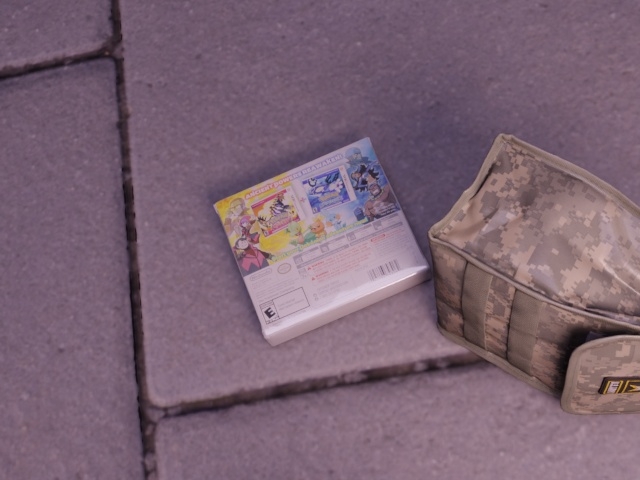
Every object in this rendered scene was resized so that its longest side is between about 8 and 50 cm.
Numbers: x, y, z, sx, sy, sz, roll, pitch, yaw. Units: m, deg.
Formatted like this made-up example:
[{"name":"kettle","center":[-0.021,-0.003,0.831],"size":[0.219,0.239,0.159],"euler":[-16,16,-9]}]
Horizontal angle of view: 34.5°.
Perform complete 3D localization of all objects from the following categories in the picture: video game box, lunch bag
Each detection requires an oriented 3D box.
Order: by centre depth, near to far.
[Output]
[{"name":"lunch bag","center":[0.264,0.063,1.030],"size":[0.287,0.235,0.169],"euler":[30,72,21]},{"name":"video game box","center":[0.000,0.000,1.210],"size":[0.205,0.048,0.187],"euler":[-23,68,1]}]
